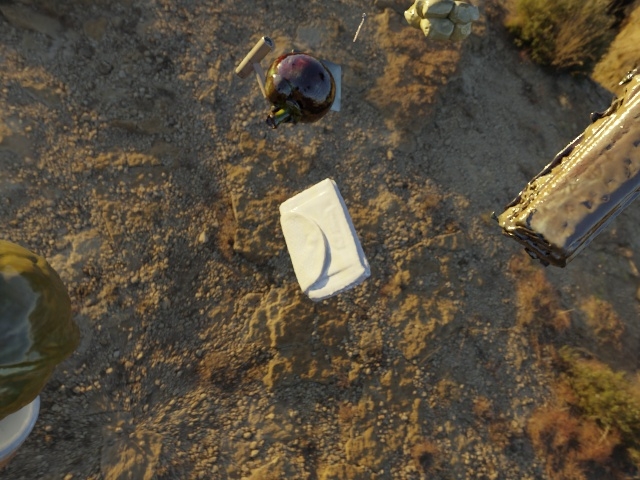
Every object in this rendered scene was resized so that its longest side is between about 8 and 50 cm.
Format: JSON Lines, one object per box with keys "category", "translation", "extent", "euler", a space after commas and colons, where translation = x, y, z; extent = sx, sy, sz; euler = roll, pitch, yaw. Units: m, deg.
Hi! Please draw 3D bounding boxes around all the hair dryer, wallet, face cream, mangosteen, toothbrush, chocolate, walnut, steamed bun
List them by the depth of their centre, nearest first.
{"category": "chocolate", "translation": [0.320, -0.103, 0.404], "extent": [0.102, 0.329, 0.065], "euler": [34, 24, -8]}
{"category": "walnut", "translation": [-0.448, 0.104, 0.518], "extent": [0.283, 0.283, 0.227], "euler": [12, 92, -19]}
{"category": "wallet", "translation": [0.000, 0.000, 0.679], "extent": [0.032, 0.124, 0.182], "euler": [15, 52, -61]}
{"category": "face cream", "translation": [-0.707, 0.376, 0.845], "extent": [0.201, 0.187, 0.201], "euler": [27, 40, -26]}
{"category": "toothbrush", "translation": [0.101, -0.547, 1.066], "extent": [0.008, 0.006, 0.096], "euler": [41, 62, -50]}
{"category": "steamed bun", "translation": [0.329, -0.621, 1.168], "extent": [0.192, 0.106, 0.177], "euler": [-2, 30, -29]}
{"category": "mangosteen", "translation": [-0.083, -0.446, 1.300], "extent": [0.231, 0.231, 0.289], "euler": [32, 70, -8]}
{"category": "hair dryer", "translation": [-0.215, -0.634, 1.603], "extent": [0.054, 0.195, 0.220], "euler": [-28, 88, -49]}

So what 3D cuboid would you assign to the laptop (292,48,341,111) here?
{"category": "laptop", "translation": [-0.012, -0.610, 1.600], "extent": [0.269, 0.015, 0.187], "euler": [-5, 99, -45]}
